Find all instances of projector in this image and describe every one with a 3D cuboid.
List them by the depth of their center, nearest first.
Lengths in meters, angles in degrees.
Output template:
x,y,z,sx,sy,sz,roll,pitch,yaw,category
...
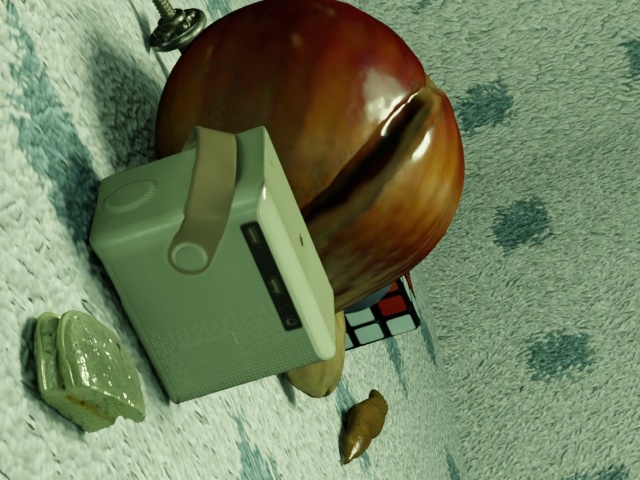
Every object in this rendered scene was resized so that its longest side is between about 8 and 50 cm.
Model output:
x,y,z,sx,sy,sz,roll,pitch,yaw,category
-0.103,0.015,1.420,0.163,0.177,0.242,-95,166,-58,projector

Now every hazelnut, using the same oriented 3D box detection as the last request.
x,y,z,sx,sy,sz,roll,pitch,yaw,category
-0.007,-0.085,1.672,0.409,0.359,0.359,27,46,-77,hazelnut

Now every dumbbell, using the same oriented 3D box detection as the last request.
x,y,z,sx,sy,sz,roll,pitch,yaw,category
-0.152,-0.219,1.856,0.254,0.110,0.110,58,15,-32,dumbbell

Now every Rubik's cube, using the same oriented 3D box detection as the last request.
x,y,z,sx,sy,sz,roll,pitch,yaw,category
0.051,0.058,2.307,0.163,0.162,0.161,64,11,-47,Rubik's cube

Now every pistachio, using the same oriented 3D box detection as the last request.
x,y,z,sx,sy,sz,roll,pitch,yaw,category
-0.022,0.121,1.960,0.108,0.126,0.185,-17,92,-39,pistachio

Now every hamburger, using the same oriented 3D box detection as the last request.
x,y,z,sx,sy,sz,roll,pitch,yaw,category
-0.187,0.095,1.162,0.121,0.054,0.084,41,33,-59,hamburger

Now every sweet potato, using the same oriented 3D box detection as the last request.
x,y,z,sx,sy,sz,roll,pitch,yaw,category
0.066,0.284,2.287,0.274,0.067,0.067,-44,116,-73,sweet potato

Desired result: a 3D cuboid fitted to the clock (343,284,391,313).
x,y,z,sx,sy,sz,roll,pitch,yaw,category
0.000,0.000,2.039,0.243,0.199,0.146,43,47,-33,clock
